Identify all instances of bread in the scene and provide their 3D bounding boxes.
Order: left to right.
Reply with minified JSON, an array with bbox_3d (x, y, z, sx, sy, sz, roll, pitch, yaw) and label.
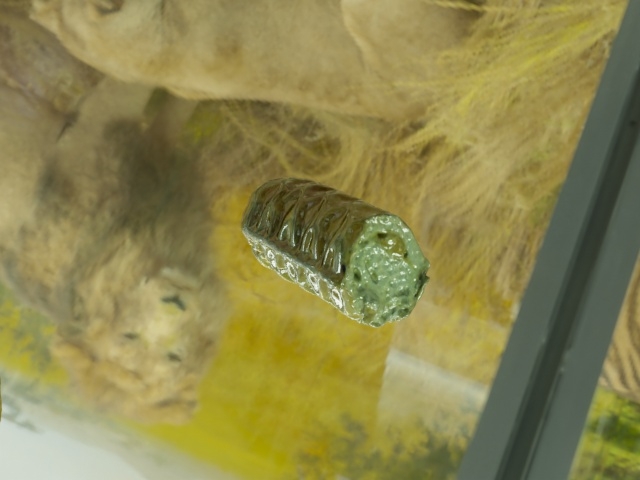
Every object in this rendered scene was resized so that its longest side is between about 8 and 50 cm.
[{"bbox_3d":[0.000,0.001,0.882,0.098,0.087,0.269,61,164,-23],"label":"bread"}]

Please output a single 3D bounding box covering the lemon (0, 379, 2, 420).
[{"bbox_3d":[-0.272,0.088,0.496,0.257,0.188,0.188,-9,144,47],"label":"lemon"}]
